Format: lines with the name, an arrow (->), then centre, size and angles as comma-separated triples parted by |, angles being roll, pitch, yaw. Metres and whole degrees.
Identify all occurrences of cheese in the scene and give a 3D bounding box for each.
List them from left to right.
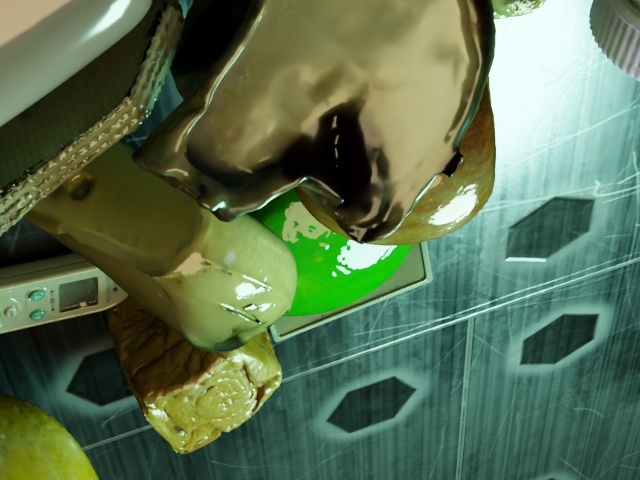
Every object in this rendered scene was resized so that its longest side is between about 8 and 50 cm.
cheese -> -0.132, 0.006, 1.315 | 0.128, 0.259, 0.316 | -53, 153, -7

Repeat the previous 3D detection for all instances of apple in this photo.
apple -> 0.067, -0.100, 1.315 | 0.188, 0.211, 0.211 | -5, 148, 12

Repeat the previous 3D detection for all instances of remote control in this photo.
remote control -> -0.296, 0.053, 1.437 | 0.221, 0.042, 0.078 | -13, 143, -18

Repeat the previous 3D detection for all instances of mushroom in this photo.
mushroom -> 0.004, -0.138, 1.168 | 0.217, 0.212, 0.292 | 27, 92, -24

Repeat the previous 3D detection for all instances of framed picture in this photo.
framed picture -> 0.027, 0.038, 1.639 | 0.203, 0.015, 0.150 | -22, 145, -4

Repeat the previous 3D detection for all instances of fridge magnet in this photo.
fridge magnet -> 0.000, 0.000, 1.500 | 0.208, 0.088, 0.208 | -14, 139, -13

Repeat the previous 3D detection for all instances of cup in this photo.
cup -> -0.237, -0.185, 1.053 | 0.200, 0.191, 0.253 | -32, 175, 4

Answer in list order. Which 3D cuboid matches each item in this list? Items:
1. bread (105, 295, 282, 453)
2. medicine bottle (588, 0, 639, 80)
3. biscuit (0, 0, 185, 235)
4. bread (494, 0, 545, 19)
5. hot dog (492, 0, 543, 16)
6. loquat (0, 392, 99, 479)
bread -> -0.135, 0.122, 1.542 | 0.149, 0.143, 0.158 | -29, 149, 7
medicine bottle -> 0.352, -0.285, 1.263 | 0.178, 0.178, 0.290 | -12, 144, -18
biscuit -> -0.211, -0.119, 1.170 | 0.250, 0.147, 0.046 | -36, 141, 13
bread -> 0.143, -0.256, 1.235 | 0.129, 0.114, 0.111 | -11, 150, -14
hot dog -> 0.202, -0.311, 1.132 | 0.083, 0.068, 0.289 | 23, 93, -31
loquat -> -0.365, 0.326, 1.497 | 0.328, 0.359, 0.328 | -23, 128, -32
